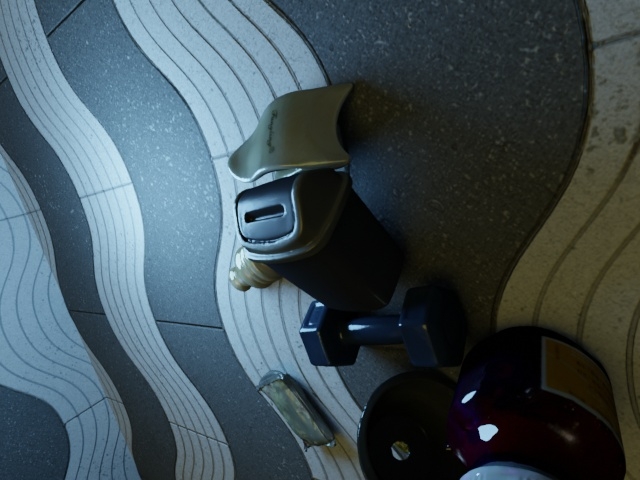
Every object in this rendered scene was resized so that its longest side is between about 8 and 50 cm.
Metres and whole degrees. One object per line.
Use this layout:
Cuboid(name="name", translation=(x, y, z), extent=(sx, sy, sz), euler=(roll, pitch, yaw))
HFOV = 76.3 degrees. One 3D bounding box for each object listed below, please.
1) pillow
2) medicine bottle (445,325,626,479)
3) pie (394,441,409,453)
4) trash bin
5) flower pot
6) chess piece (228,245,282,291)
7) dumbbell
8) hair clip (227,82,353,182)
Cuboid(name="pillow", translation=(-0.068, 0.467, 1.134), extent=(0.255, 0.059, 0.169), euler=(51, 131, 6))
Cuboid(name="medicine bottle", translation=(0.287, 0.316, 0.582), extent=(0.243, 0.395, 0.242), euler=(16, 121, 27))
Cuboid(name="pie", translation=(0.194, 0.463, 0.956), extent=(0.084, 0.021, 0.084), euler=(16, 119, 31))
Cuboid(name="trash bin", translation=(0.000, 0.000, 0.730), extent=(0.210, 0.182, 0.290), euler=(-8, 139, 44))
Cuboid(name="flower pot", translation=(0.185, 0.417, 0.819), extent=(0.269, 0.269, 0.166), euler=(42, 148, 15))
Cuboid(name="chess piece", translation=(-0.132, 0.047, 0.969), extent=(0.139, 0.124, 0.307), euler=(31, 137, -18))
Cuboid(name="dumbbell", translation=(0.115, 0.178, 0.809), extent=(0.325, 0.160, 0.144), euler=(-15, 70, 39))
Cuboid(name="hair clip", translation=(-0.069, -0.186, 0.786), extent=(0.282, 0.113, 0.172), euler=(-22, 58, 50))
